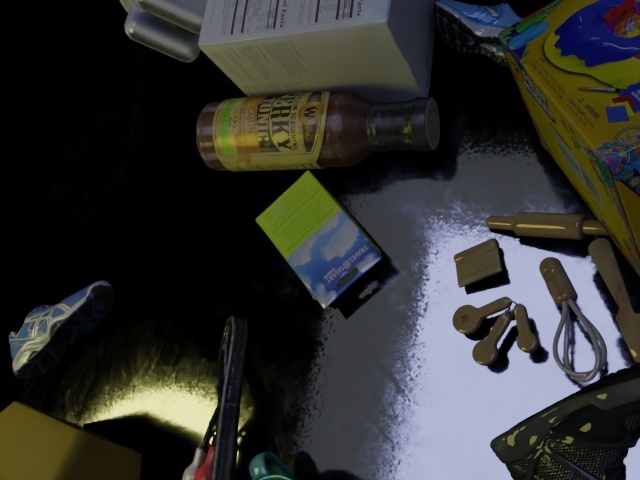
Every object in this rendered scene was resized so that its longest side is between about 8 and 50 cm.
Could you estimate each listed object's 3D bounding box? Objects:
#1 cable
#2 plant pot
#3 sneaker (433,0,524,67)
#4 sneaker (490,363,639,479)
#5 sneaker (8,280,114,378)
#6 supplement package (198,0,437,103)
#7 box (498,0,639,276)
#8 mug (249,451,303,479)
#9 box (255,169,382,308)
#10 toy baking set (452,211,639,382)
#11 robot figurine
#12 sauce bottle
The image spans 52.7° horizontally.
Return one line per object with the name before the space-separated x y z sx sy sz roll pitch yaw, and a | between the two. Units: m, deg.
cable | -0.139 0.237 0.836 0.072 0.139 0.287 7 77 -12
plant pot | -0.370 0.341 0.871 0.212 0.212 0.187 13 67 28
sneaker | 0.227 -0.295 0.886 0.162 0.063 0.073 35 72 25
sneaker | 0.288 0.209 0.643 0.227 0.087 0.130 -47 66 36
sneaker | -0.418 0.127 1.023 0.211 0.080 0.081 -39 65 7
supplement package | 0.008 -0.315 0.902 0.263 0.199 0.197 1 73 24
box | 0.373 -0.153 0.636 0.279 0.177 0.289 -27 35 14
mug | -0.028 0.337 0.760 0.130 0.097 0.157 -9 60 36
box | 0.000 0.000 0.893 0.109 0.042 0.178 -43 62 7
toy baking set | 0.259 0.056 0.730 0.256 0.030 0.196 0 67 44
robot figurine | -0.200 -0.455 1.026 0.300 0.200 0.353 -34 39 54
sauce bottle | -0.008 -0.156 0.910 0.345 0.111 0.111 -1 73 24
